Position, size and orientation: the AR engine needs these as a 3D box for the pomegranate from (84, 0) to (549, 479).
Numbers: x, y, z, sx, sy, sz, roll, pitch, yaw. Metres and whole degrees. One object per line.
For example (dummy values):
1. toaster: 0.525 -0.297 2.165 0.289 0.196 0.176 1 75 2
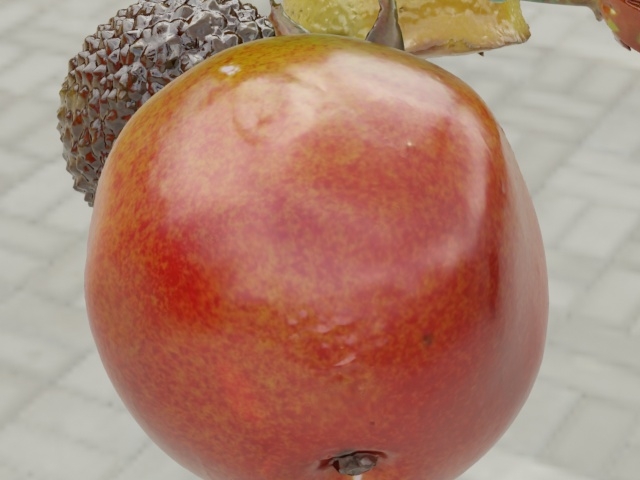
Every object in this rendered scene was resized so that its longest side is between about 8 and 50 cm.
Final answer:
1. pomegranate: 0.000 0.000 0.895 0.221 0.221 0.257 5 55 4

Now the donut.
1. donut: 0.078 -0.212 1.836 0.253 0.118 0.253 -6 17 2

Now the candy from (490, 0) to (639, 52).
1. candy: 0.103 -0.144 1.117 0.287 0.084 0.078 1 58 1

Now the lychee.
1. lychee: -0.121 -0.119 1.735 0.236 0.271 0.236 6 65 -12
